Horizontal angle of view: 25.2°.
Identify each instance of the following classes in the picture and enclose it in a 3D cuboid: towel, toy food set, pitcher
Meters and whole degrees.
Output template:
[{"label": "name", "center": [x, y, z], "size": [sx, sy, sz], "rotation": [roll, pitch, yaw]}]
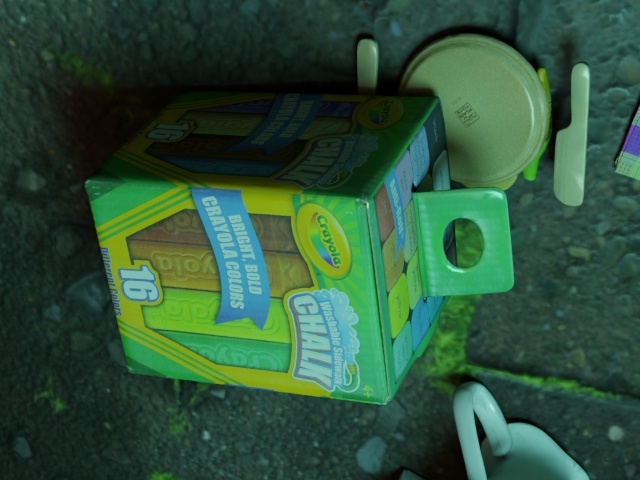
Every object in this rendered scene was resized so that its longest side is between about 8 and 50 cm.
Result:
[{"label": "towel", "center": [0.269, -0.080, 1.110], "size": [0.060, 0.009, 0.083], "rotation": [18, 123, 2]}, {"label": "toy food set", "center": [0.120, -0.100, 1.123], "size": [0.192, 0.038, 0.132], "rotation": [11, 117, 20]}, {"label": "pitcher", "center": [0.155, 0.230, 1.203], "size": [0.125, 0.207, 0.178], "rotation": [-31, 107, 26]}]

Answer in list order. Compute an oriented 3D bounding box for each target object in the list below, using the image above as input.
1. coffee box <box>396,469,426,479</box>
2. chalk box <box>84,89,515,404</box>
[{"label": "coffee box", "center": [0.070, 0.353, 1.357], "size": [0.141, 0.098, 0.246], "rotation": [31, 122, -5]}, {"label": "chalk box", "center": [0.000, 0.000, 1.096], "size": [0.289, 0.179, 0.180], "rotation": [4, 121, 23]}]
